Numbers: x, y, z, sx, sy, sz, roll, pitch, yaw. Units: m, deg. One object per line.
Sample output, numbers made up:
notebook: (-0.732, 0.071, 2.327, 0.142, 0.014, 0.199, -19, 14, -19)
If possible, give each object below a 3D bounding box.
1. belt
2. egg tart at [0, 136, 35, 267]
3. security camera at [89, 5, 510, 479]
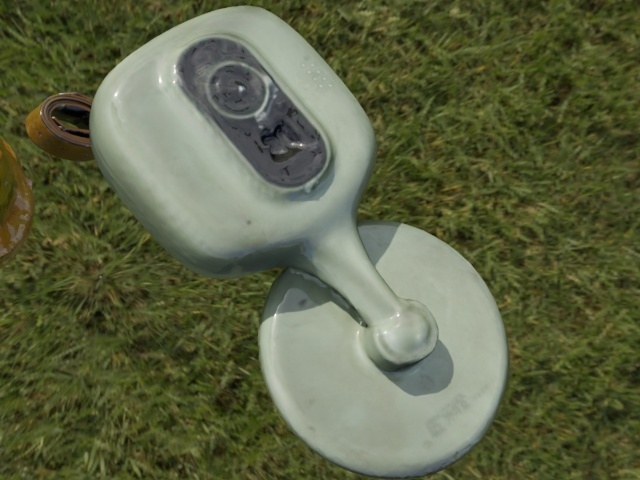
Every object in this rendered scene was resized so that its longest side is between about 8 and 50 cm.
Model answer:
belt: (-0.230, -0.105, 0.827, 0.083, 0.036, 0.059, 7, 62, -48)
egg tart: (-0.419, -0.079, 0.885, 0.288, 0.118, 0.288, 22, 42, -21)
security camera: (0.000, 0.000, 0.518, 0.157, 0.080, 0.301, -38, 86, -27)
